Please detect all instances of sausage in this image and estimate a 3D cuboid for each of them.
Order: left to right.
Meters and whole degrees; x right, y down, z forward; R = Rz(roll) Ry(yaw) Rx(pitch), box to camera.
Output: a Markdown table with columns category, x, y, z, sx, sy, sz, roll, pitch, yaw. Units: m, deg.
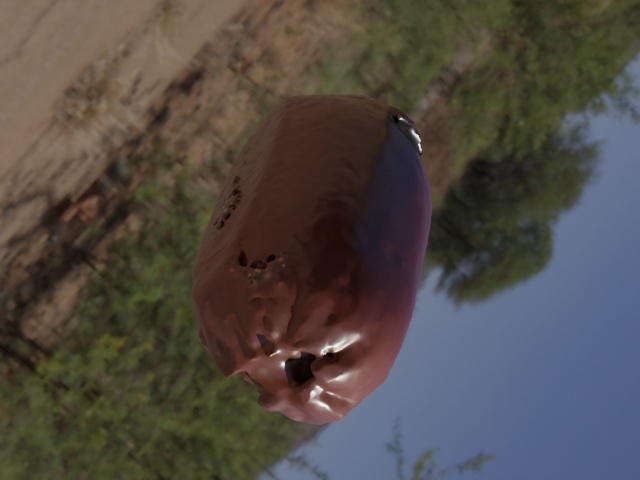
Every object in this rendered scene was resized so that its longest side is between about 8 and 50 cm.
| category | x | y | z | sx | sy | sz | roll | pitch | yaw |
| --- | --- | --- | --- | --- | --- | --- | --- | --- | --- |
| sausage | 0.000 | 0.000 | 0.845 | 0.152 | 0.152 | 0.279 | -50 | -167 | 37 |
